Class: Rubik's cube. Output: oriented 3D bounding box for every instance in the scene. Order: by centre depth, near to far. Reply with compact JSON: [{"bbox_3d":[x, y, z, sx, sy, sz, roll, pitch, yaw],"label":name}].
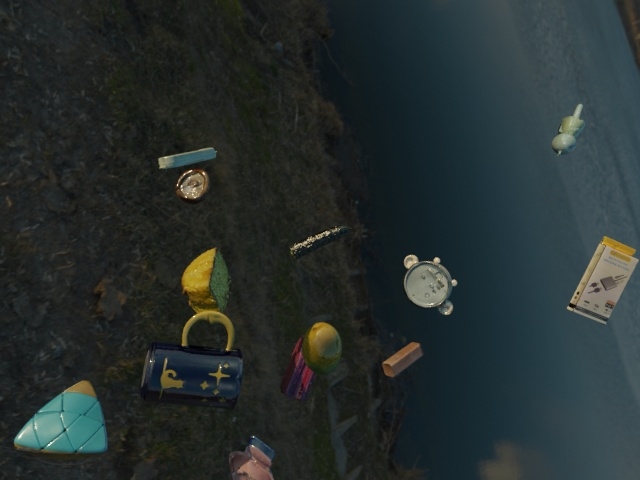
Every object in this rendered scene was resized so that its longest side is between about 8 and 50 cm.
[{"bbox_3d":[-0.722,0.546,1.405,0.254,0.254,0.254,23,59,-44],"label":"Rubik's cube"}]

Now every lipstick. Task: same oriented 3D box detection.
[{"bbox_3d":[0.262,0.374,1.474,0.145,0.045,0.045,-24,103,-35],"label":"lipstick"}]

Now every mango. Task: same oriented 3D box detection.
[{"bbox_3d":[0.007,0.342,1.454,0.130,0.092,0.194,-25,128,-11],"label":"mango"}]

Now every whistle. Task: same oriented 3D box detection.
[{"bbox_3d":[0.401,-0.177,0.751,0.035,0.035,0.100,39,73,-35],"label":"whistle"}]

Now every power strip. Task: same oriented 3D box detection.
[{"bbox_3d":[-0.317,-0.200,1.134,0.191,0.048,0.030,-32,114,-55],"label":"power strip"}]

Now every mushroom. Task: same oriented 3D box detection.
[{"bbox_3d":[-0.407,-0.175,1.507,0.052,0.123,0.123,57,28,-70],"label":"mushroom"}]

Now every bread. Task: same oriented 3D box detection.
[{"bbox_3d":[-0.394,0.153,1.589,0.260,0.147,0.160,-97,172,-54],"label":"bread"}]

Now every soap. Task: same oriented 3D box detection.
[{"bbox_3d":[-0.073,0.517,1.915,0.099,0.162,0.250,24,78,-9],"label":"soap"}]

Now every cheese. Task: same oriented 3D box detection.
[{"bbox_3d":[-0.204,0.702,1.437,0.189,0.286,0.074,28,35,16],"label":"cheese"}]

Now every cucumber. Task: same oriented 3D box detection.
[{"bbox_3d":[0.000,-0.001,2.115,0.072,0.300,0.072,155,-90,-89],"label":"cucumber"}]

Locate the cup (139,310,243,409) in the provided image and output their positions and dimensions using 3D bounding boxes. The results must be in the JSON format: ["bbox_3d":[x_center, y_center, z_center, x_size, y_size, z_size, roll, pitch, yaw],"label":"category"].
[{"bbox_3d":[-0.366,0.343,1.344,0.256,0.178,0.255,14,62,-21],"label":"cup"}]

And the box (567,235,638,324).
[{"bbox_3d":[0.853,0.122,1.404,0.129,0.033,0.247,20,98,-11],"label":"box"}]

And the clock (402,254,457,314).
[{"bbox_3d":[0.348,0.142,1.514,0.229,0.156,0.063,56,21,15],"label":"clock"}]
